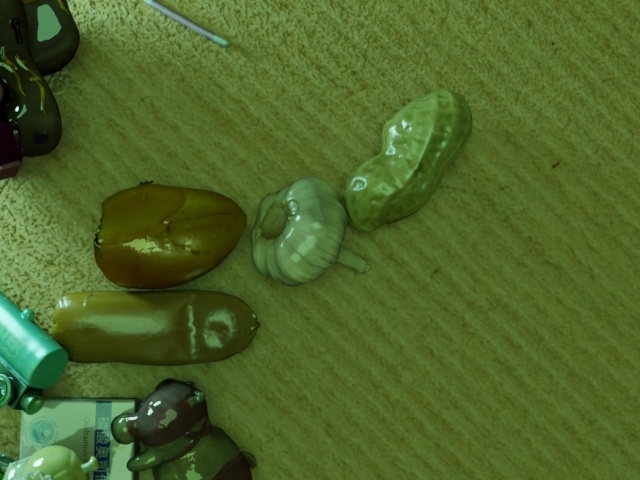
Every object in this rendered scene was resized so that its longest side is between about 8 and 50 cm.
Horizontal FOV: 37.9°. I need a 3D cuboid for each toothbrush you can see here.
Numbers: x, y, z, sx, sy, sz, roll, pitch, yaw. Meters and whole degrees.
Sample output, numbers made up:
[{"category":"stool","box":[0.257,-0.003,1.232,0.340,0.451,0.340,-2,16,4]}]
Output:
[{"category":"toothbrush","box":[-0.295,-0.430,1.735,0.286,0.020,0.025,29,92,0]}]

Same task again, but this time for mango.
[{"category":"mango","box":[-0.258,-0.006,1.641,0.257,0.138,0.187,-1,58,-4]}]

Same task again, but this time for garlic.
[{"category":"garlic","box":[0.000,0.000,1.668,0.226,0.199,0.199,24,83,-34]}]

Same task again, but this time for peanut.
[{"category":"peanut","box":[0.157,-0.143,1.686,0.147,0.147,0.305,34,88,0]}]

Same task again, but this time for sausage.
[{"category":"sausage","box":[-0.284,0.152,1.636,0.353,0.116,0.134,2,81,-6]}]

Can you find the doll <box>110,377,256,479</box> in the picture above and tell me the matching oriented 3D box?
[{"category":"doll","box":[-0.230,0.370,1.601,0.196,0.152,0.256,-34,99,-15]}]

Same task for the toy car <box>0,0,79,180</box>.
[{"category":"toy car","box":[-0.529,-0.290,1.612,0.240,0.271,0.341,-18,89,-25]}]

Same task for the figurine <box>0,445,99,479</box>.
[{"category":"figurine","box":[-0.513,0.427,1.505,0.394,0.226,0.275,-19,107,23]}]

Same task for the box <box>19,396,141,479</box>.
[{"category":"box","box":[-0.420,0.447,1.625,0.200,0.065,0.343,1,85,-4]}]

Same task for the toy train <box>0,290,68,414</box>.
[{"category":"toy train","box":[-0.535,0.186,1.590,0.248,0.101,0.159,32,89,30]}]
